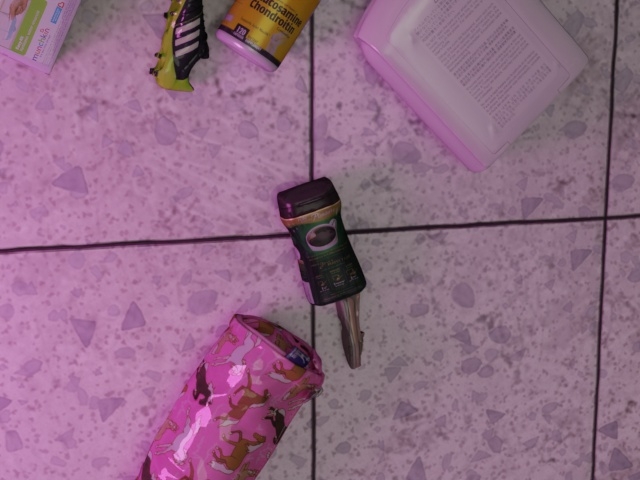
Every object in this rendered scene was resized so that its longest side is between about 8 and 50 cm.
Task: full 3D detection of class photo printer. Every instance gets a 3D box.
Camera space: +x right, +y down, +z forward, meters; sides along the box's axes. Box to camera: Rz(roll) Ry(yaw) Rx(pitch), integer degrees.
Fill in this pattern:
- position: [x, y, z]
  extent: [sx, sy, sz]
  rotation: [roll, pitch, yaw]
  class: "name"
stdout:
- position: [0.218, -0.294, 1.712]
  extent: [0.307, 0.107, 0.256]
  rotation: [44, 88, -18]
  class: "photo printer"

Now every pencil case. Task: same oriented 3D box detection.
- position: [-0.150, 0.303, 1.722]
  extent: [0.160, 0.167, 0.386]
  rotation: [29, 94, -51]
  class: "pencil case"

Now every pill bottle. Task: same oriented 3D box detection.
- position: [-0.061, -0.341, 1.631]
  extent: [0.103, 0.103, 0.184]
  rotation: [31, 93, -19]
  class: "pill bottle"

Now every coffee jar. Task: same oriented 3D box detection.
- position: [0.000, 0.000, 1.733]
  extent: [0.096, 0.079, 0.184]
  rotation: [-19, 107, -7]
  class: "coffee jar"

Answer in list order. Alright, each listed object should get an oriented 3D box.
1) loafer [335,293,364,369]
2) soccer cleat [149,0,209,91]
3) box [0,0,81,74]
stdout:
- position: [0.054, 0.140, 1.798]
  extent: [0.039, 0.045, 0.125]
  rotation: [-14, 102, -18]
  class: "loafer"
- position: [-0.189, -0.300, 1.636]
  extent: [0.072, 0.060, 0.178]
  rotation: [12, 105, -26]
  class: "soccer cleat"
- position: [-0.417, -0.388, 1.516]
  extent: [0.231, 0.127, 0.261]
  rotation: [22, 96, -17]
  class: "box"
